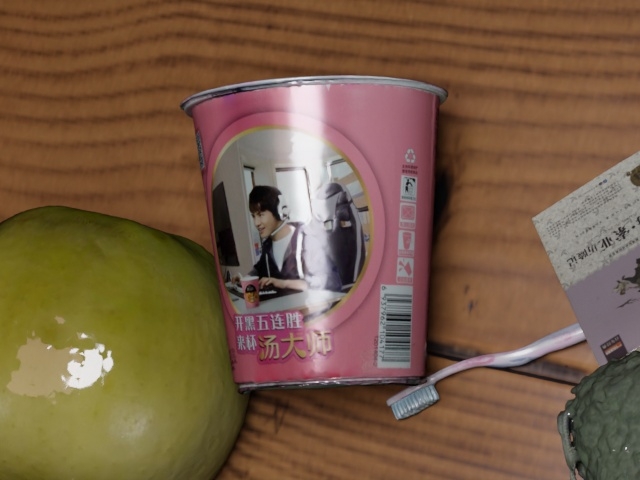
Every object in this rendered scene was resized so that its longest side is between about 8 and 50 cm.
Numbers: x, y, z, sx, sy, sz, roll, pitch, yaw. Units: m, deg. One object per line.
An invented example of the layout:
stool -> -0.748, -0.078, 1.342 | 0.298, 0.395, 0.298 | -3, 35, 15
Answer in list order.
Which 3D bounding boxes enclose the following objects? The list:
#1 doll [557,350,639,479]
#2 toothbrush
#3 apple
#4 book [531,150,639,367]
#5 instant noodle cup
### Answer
doll -> 0.319, 0.225, 1.413 | 0.247, 0.247, 0.349 | -33, 57, 13
toothbrush -> 0.177, 0.091, 1.608 | 0.269, 0.021, 0.027 | -25, 82, 17
apple -> -0.221, 0.100, 1.660 | 0.295, 0.233, 0.258 | 7, 84, 24
book -> 0.256, 0.012, 1.562 | 0.127, 0.014, 0.182 | -31, 47, 14
instant noodle cup -> 0.000, 0.000, 1.606 | 0.244, 0.244, 0.255 | -4, 85, 22
